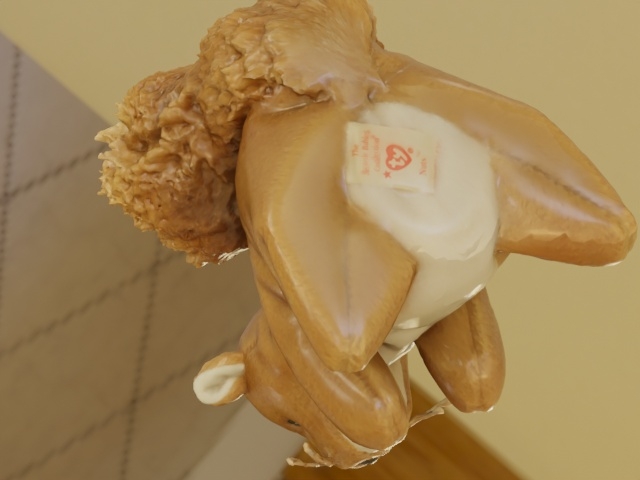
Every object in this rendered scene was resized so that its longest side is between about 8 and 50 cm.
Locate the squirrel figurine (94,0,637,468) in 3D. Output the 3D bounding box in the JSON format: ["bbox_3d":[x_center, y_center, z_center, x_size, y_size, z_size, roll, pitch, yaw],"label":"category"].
[{"bbox_3d":[0.000,0.000,1.573,0.281,0.397,0.370,-29,162,-26],"label":"squirrel figurine"}]
